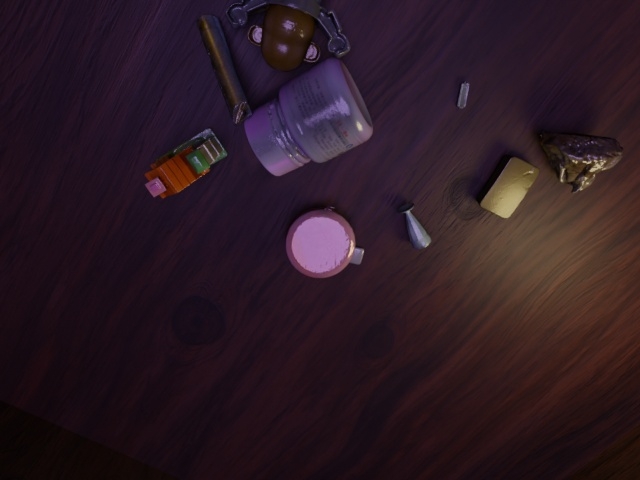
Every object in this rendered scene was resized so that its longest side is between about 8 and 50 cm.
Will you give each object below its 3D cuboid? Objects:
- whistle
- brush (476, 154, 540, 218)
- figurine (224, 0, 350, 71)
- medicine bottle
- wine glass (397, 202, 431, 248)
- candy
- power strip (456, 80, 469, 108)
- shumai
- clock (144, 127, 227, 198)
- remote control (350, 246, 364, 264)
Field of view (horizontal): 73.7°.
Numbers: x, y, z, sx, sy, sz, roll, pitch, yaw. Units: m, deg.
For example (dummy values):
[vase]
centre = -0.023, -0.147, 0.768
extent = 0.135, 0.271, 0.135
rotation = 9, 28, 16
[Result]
[whistle]
centre = -0.276, -0.492, 1.232
extent = 0.068, 0.057, 0.326
rotation = -23, 84, 30
[brush]
centre = 0.631, -0.183, 1.445
extent = 0.123, 0.059, 0.197
rotation = 23, 112, -13
[figurine]
centre = -0.083, -0.621, 1.191
extent = 0.343, 0.167, 0.284
rotation = 17, 105, 14
[medicine bottle]
centre = -0.035, -0.350, 1.259
extent = 0.325, 0.256, 0.256
rotation = -25, 112, 18
[wine glass]
centre = 0.329, -0.052, 1.495
extent = 0.073, 0.073, 0.155
rotation = -25, 108, 10
[candy]
centre = 0.000, 0.000, 1.475
extent = 0.255, 0.094, 0.255
rotation = -1, 100, -5
[power strip]
centre = 0.449, -0.460, 1.345
extent = 0.027, 0.017, 0.083
rotation = 3, 114, -3
[shumai]
centre = 0.807, -0.241, 1.352
extent = 0.218, 0.184, 0.185
rotation = -1, 112, -15
[clock]
centre = -0.424, -0.230, 1.306
extent = 0.220, 0.255, 0.106
rotation = -28, 111, 10
[remote control]
centre = 0.027, 0.032, 1.550
extent = 0.261, 0.029, 0.067
rotation = 12, 105, -7
